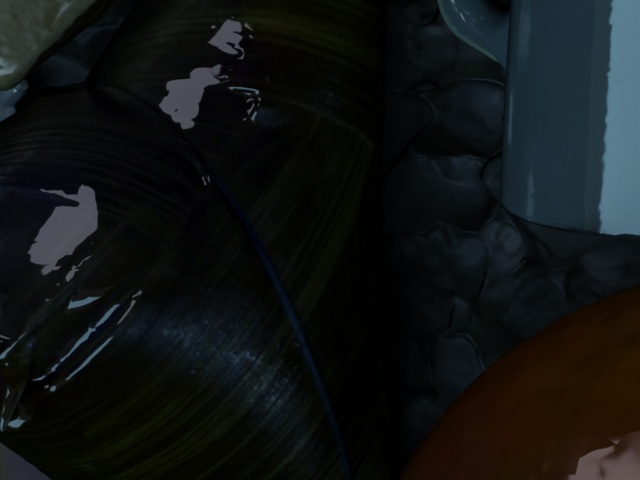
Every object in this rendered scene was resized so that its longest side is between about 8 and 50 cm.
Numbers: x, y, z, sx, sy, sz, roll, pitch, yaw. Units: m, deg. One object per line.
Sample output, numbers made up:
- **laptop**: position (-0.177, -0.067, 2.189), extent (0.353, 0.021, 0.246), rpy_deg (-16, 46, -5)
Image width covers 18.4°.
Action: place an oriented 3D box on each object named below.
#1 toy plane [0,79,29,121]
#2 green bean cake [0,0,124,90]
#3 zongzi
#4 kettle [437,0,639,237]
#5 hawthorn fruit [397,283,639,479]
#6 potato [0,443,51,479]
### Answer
- **toy plane**: position (-0.226, -0.104, 1.242), extent (0.162, 0.065, 0.171), rpy_deg (47, 117, -6)
- **green bean cake**: position (-0.147, -0.166, 1.121), extent (0.085, 0.179, 0.109), rpy_deg (45, 120, -6)
- **zongzi**: position (0.000, 0.000, 1.179), extent (0.208, 0.432, 0.403), rpy_deg (27, 163, 50)
- **kettle**: position (0.153, -0.143, 1.071), extent (0.210, 0.160, 0.243), rpy_deg (13, 113, 45)
- **hawthorn fruit**: position (0.262, 0.205, 1.028), extent (0.471, 0.472, 0.472), rpy_deg (7, 116, 15)
- **potato**: position (-0.283, 0.157, 1.307), extent (0.229, 0.229, 0.266), rpy_deg (54, 155, -10)
